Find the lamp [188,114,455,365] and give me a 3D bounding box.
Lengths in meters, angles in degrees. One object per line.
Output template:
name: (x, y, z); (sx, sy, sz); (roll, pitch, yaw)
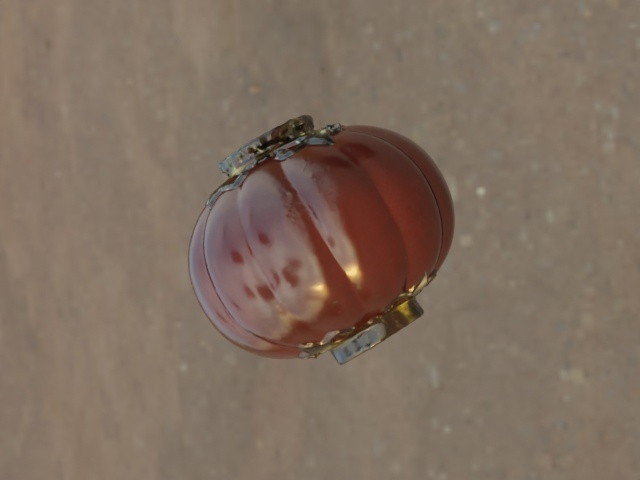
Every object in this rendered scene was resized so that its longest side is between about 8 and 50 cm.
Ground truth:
lamp: (0.000, 0.000, 1.936); (0.257, 0.303, 0.303); (59, 159, 1)
